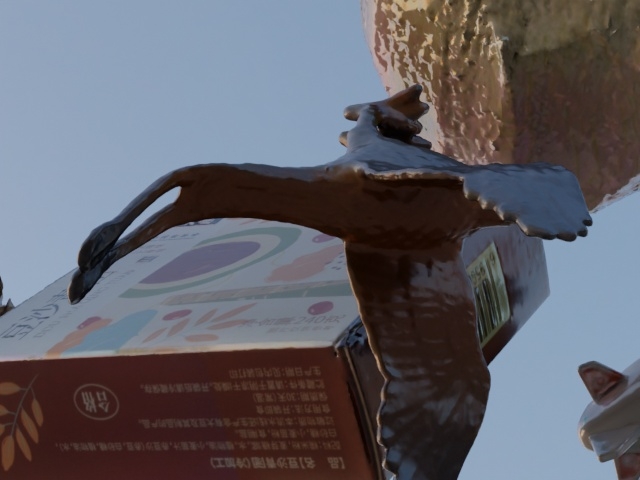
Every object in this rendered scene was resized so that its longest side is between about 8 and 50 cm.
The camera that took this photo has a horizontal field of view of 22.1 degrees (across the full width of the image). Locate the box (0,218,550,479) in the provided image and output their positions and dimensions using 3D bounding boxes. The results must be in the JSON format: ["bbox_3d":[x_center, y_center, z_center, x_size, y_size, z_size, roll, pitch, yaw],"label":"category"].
[{"bbox_3d":[-0.052,0.072,1.362,0.385,0.344,0.122,-5,-71,32],"label":"box"}]

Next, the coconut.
[{"bbox_3d":[0.238,-0.211,1.579,0.404,0.404,0.404,-3,-44,-3],"label":"coconut"}]

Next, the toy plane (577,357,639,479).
[{"bbox_3d":[0.349,0.134,1.458,0.252,0.118,0.252,0,-77,-2],"label":"toy plane"}]

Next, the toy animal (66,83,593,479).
[{"bbox_3d":[0.005,-0.012,1.085,0.284,0.302,0.225,16,-58,-3],"label":"toy animal"}]

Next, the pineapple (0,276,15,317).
[{"bbox_3d":[-0.495,0.133,1.813,0.352,0.352,0.300,-29,-81,23],"label":"pineapple"}]
